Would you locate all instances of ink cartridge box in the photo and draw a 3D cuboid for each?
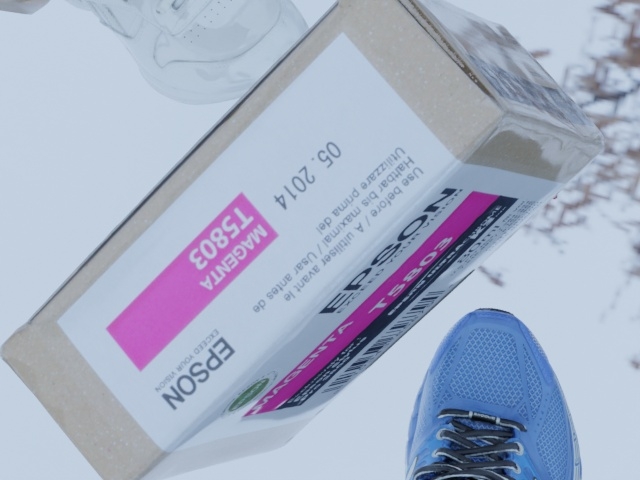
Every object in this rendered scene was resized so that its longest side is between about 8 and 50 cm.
[{"bbox_3d":[0.000,0.000,0.802,0.234,0.193,0.088,-44,-104,16],"label":"ink cartridge box"}]

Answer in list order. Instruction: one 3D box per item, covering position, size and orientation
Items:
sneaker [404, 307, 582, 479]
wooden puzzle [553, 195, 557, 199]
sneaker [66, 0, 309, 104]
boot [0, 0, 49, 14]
[{"bbox_3d":[0.111,0.180,1.173,0.130,0.330,0.147,3,-35,5],"label":"sneaker"},{"bbox_3d":[0.154,-0.057,1.346,0.006,0.049,0.083,-39,-51,-62],"label":"wooden puzzle"},{"bbox_3d":[-0.140,-0.203,1.328,0.114,0.305,0.152,-51,-33,-9],"label":"sneaker"},{"bbox_3d":[-0.280,-0.242,1.291,0.104,0.295,0.211,7,-106,-42],"label":"boot"}]
